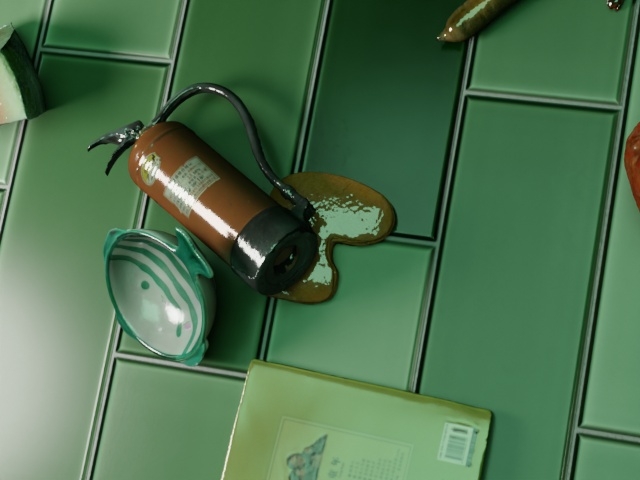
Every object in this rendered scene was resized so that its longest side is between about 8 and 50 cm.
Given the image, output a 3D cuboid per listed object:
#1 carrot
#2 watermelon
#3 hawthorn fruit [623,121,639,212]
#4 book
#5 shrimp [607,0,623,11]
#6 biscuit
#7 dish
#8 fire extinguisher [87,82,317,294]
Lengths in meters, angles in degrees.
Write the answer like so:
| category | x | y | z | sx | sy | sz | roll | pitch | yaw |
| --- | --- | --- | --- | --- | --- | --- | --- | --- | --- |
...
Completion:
| category | x | y | z | sx | sy | sz | roll | pitch | yaw |
| --- | --- | --- | --- | --- | --- | --- | --- | --- | --- |
| carrot | 0.300 | -0.386 | 2.006 | 0.342 | 0.070 | 0.070 | -41 | 72 | 9 |
| watermelon | -0.548 | -0.218 | 2.146 | 0.256 | 0.193 | 0.140 | -18 | 105 | 6 |
| hawthorn fruit | 0.505 | -0.097 | 1.791 | 0.258 | 0.262 | 0.258 | -1 | 87 | 27 |
| book | 0.043 | 0.308 | 1.933 | 0.352 | 0.035 | 0.239 | 11 | 80 | 16 |
| shrimp | 0.455 | -0.313 | 1.965 | 0.124 | 0.034 | 0.178 | 1 | 77 | 17 |
| biscuit | 0.000 | 0.000 | 2.012 | 0.186 | 0.036 | 0.192 | 16 | 83 | 15 |
| dish | -0.201 | 0.057 | 1.993 | 0.224 | 0.078 | 0.246 | 55 | 138 | 7 |
| fire extinguisher | -0.147 | -0.090 | 2.027 | 0.200 | 0.113 | 0.376 | -37 | 59 | -26 |
